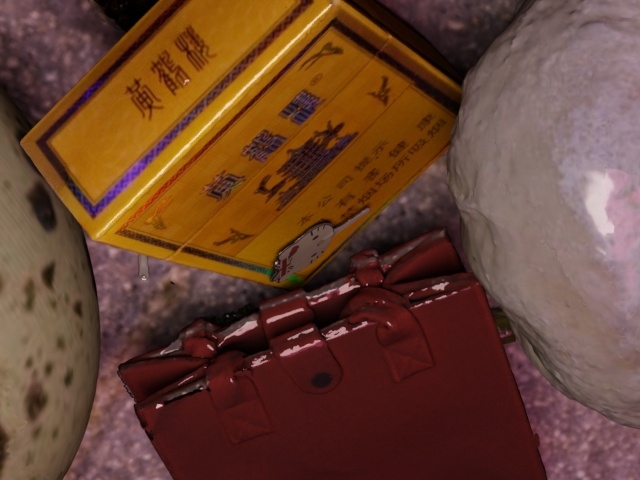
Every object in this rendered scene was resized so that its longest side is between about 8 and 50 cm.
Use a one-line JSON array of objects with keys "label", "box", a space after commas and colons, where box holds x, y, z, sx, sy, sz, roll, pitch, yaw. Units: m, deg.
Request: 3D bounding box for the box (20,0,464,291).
[{"label": "box", "box": [-0.027, -0.072, 1.051, 0.193, 0.301, 0.084, -44, 70, 10]}]

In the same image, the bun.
[{"label": "bun", "box": [0.226, -0.048, 1.112, 0.362, 0.211, 0.361, 2, 87, -43]}]

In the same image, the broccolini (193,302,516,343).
[{"label": "broccolini", "box": [0.018, 0.071, 1.262, 0.254, 0.071, 0.057, -8, 74, -14]}]

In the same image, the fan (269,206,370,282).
[{"label": "fan", "box": [0.000, 0.000, 1.124, 0.083, 0.004, 0.056, -33, 161, -18]}]

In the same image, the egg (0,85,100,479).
[{"label": "egg", "box": [-0.285, 0.030, 1.045, 0.288, 0.287, 0.379, -12, 100, -5]}]

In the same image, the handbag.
[{"label": "handbag", "box": [0.017, 0.135, 1.216, 0.260, 0.084, 0.275, -21, 136, 1]}]

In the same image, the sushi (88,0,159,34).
[{"label": "sushi", "box": [-0.143, -0.200, 1.073, 0.078, 0.090, 0.150, -41, 112, 5]}]

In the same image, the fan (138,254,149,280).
[{"label": "fan", "box": [-0.126, -0.032, 1.197, 0.085, 0.005, 0.133, -2, 114, -10]}]
